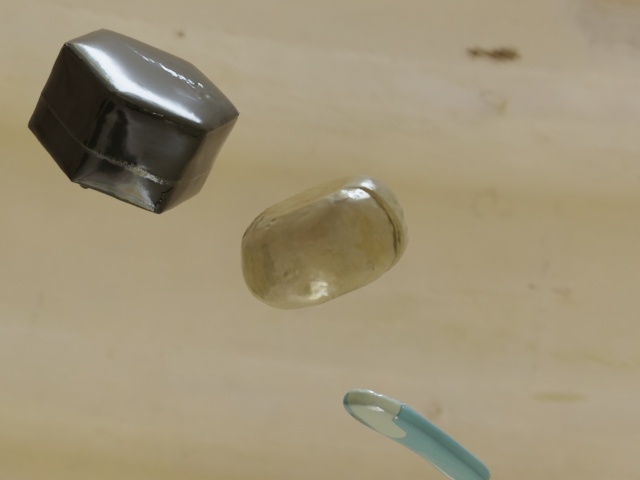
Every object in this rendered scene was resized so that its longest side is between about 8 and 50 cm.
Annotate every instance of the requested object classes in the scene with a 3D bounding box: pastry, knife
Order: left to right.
[{"bbox_3d":[0.000,0.000,1.719,0.156,0.156,0.092,-6,-74,57],"label":"pastry"},{"bbox_3d":[0.097,0.191,1.849,0.064,0.222,0.031,-6,-120,37],"label":"knife"}]

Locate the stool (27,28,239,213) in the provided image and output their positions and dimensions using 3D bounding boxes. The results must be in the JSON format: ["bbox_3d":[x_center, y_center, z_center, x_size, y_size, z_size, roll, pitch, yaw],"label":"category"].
[{"bbox_3d":[-0.225,-0.144,2.290,0.141,0.232,0.232,-61,-149,23],"label":"stool"}]
